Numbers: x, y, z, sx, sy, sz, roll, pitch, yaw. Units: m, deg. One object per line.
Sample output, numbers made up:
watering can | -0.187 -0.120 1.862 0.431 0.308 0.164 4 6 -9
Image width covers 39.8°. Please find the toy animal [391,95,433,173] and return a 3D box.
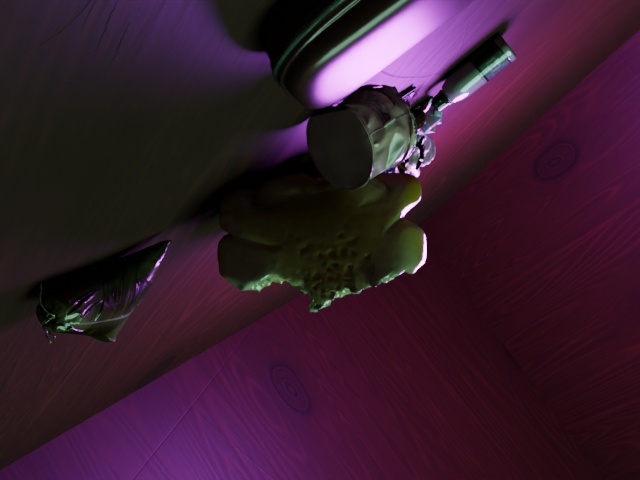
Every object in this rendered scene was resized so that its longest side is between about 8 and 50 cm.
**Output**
toy animal | 0.187 -0.229 2.059 0.260 0.087 0.244 122 -12 -64

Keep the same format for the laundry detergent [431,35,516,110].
laundry detergent | 0.359 -0.390 2.110 0.225 0.070 0.099 -39 177 16

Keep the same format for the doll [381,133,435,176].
doll | 0.218 -0.214 2.358 0.293 0.138 0.119 132 -25 -63

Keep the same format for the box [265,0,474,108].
box | 0.101 -0.342 1.251 0.404 0.108 0.263 -36 172 4

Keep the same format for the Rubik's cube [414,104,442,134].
Rubik's cube | 0.262 -0.299 2.197 0.084 0.073 0.075 -41 175 -7

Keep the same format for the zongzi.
zongzi | -0.402 0.074 1.640 0.241 0.111 0.247 -54 164 1

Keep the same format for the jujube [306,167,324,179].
jujube | 0.007 -0.056 2.080 0.308 0.215 0.246 -34 148 11

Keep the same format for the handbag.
handbag | 0.076 -0.199 1.690 0.116 0.179 0.205 -26 -165 -34

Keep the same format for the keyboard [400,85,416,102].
keyboard | 0.182 -0.304 2.076 0.061 0.013 0.204 -34 171 -12

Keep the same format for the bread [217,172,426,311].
bread | 0.000 -0.010 1.787 0.423 0.245 0.329 -4 -158 -2
